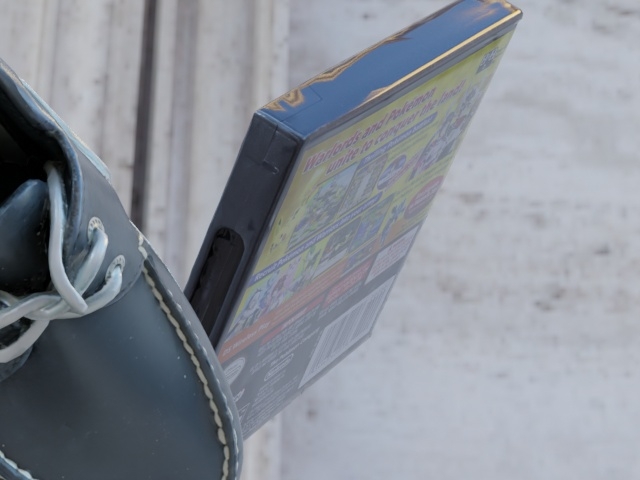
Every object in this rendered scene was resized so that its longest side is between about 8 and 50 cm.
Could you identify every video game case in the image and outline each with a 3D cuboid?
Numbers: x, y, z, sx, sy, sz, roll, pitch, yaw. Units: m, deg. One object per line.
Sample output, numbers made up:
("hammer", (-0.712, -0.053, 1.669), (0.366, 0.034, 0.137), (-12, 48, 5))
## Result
("video game case", (0.000, 0.000, 1.047), (0.035, 0.275, 0.248), (33, -59, 15))

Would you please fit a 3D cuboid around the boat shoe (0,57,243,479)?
("boat shoe", (-0.119, 0.003, 0.598), (0.319, 0.116, 0.099), (54, -12, -30))
